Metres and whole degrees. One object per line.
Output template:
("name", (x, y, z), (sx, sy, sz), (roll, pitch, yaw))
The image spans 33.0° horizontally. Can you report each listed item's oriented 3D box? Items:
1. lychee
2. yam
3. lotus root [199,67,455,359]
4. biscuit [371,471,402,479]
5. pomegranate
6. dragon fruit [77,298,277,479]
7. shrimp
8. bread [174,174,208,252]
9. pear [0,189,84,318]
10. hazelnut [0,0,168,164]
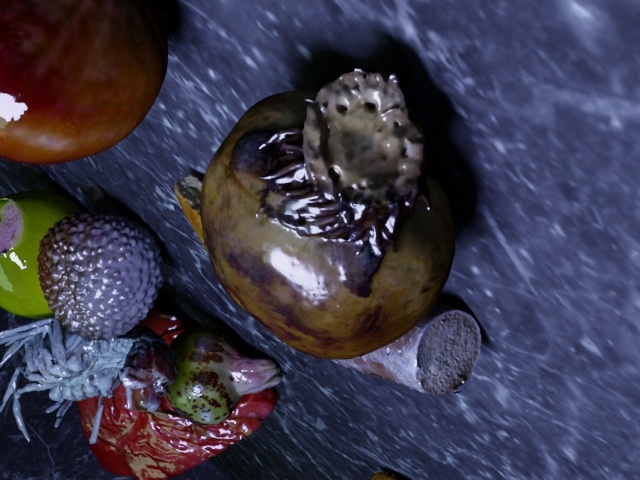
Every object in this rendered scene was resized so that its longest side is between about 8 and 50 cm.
("lychee", (-0.279, 0.030, 1.377), (0.165, 0.197, 0.165), (4, 162, 1))
("yam", (0.060, 0.078, 0.876), (0.141, 0.079, 0.079), (11, 145, 54))
("lotus root", (0.000, 0.000, 0.715), (0.169, 0.141, 0.314), (44, 164, 9))
("biscuit", (0.158, 0.374, 1.435), (0.206, 0.025, 0.126), (40, 162, 5))
("pomegranate", (-0.142, 0.177, 1.466), (0.163, 0.138, 0.125), (-23, 132, 35))
("dragon fruit", (-0.203, 0.210, 1.668), (0.330, 0.240, 0.302), (1, 111, 33))
("shrimp", (-0.333, 0.178, 1.508), (0.410, 0.166, 0.221), (-17, 131, 40))
("bread", (-0.089, -0.010, 1.034), (0.136, 0.054, 0.154), (44, 160, 5))
("pear", (-0.400, 0.026, 1.565), (0.187, 0.187, 0.219), (29, 179, 36))
("hazelnut", (-0.206, -0.159, 0.767), (0.178, 0.178, 0.204), (108, 144, -71))
